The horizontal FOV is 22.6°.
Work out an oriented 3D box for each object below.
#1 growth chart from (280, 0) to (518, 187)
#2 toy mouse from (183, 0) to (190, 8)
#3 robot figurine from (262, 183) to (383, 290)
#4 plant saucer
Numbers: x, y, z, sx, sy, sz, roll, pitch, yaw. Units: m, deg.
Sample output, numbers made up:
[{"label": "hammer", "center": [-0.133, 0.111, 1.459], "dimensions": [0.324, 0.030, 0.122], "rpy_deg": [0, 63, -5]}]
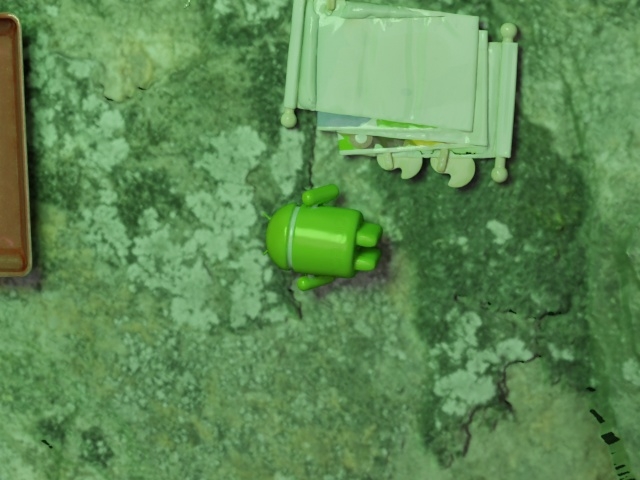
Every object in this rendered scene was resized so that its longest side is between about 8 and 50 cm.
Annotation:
[{"label": "growth chart", "center": [0.074, -0.147, 1.510], "dimensions": [0.237, 0.021, 0.172], "rpy_deg": [13, 102, 9]}, {"label": "toy mouse", "center": [-0.093, -0.320, 1.509], "dimensions": [0.161, 0.031, 0.143], "rpy_deg": [-29, 93, 14]}, {"label": "robot figurine", "center": [0.000, 0.000, 1.523], "dimensions": [0.115, 0.067, 0.101], "rpy_deg": [6, 112, 10]}, {"label": "plant saucer", "center": [-0.407, -0.096, 1.599], "dimensions": [0.258, 0.048, 0.259], "rpy_deg": [1, 98, 11]}]
